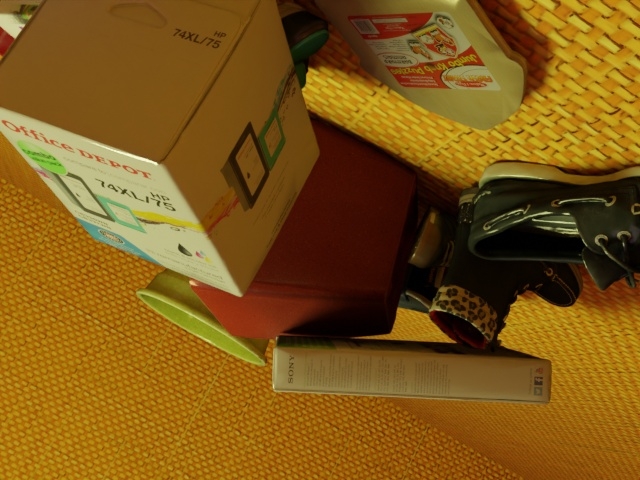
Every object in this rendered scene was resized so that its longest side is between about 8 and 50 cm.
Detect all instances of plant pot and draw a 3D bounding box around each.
[{"bbox_3d":[0.000,0.000,1.170,0.236,0.267,0.267,12,162,12],"label":"plant pot"},{"bbox_3d":[-0.164,0.061,1.635,0.276,0.253,0.276,27,164,8],"label":"plant pot"}]

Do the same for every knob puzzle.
[{"bbox_3d":[0.113,-0.171,0.802,0.213,0.030,0.213,26,164,8],"label":"knob puzzle"}]

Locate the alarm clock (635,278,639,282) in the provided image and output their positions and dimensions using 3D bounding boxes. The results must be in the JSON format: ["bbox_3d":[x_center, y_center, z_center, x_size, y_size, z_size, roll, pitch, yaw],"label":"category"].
[{"bbox_3d":[0.430,0.071,0.971,0.192,0.064,0.129,26,165,21],"label":"alarm clock"}]

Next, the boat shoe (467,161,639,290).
[{"bbox_3d":[0.285,-0.005,0.872,0.340,0.113,0.127,14,158,45],"label":"boat shoe"}]

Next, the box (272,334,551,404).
[{"bbox_3d":[0.100,0.159,1.091,0.322,0.058,0.232,4,177,-1],"label":"box"}]

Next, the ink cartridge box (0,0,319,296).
[{"bbox_3d":[-0.146,-0.110,0.836,0.198,0.197,0.270,20,158,19],"label":"ink cartridge box"}]

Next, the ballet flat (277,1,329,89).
[{"bbox_3d":[-0.040,-0.205,0.900,0.074,0.074,0.203,30,170,-4],"label":"ballet flat"}]

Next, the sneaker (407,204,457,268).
[{"bbox_3d":[0.167,0.003,1.113,0.086,0.064,0.192,26,-164,3],"label":"sneaker"}]

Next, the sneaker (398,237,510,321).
[{"bbox_3d":[0.132,0.046,1.305,0.321,0.126,0.127,14,166,13],"label":"sneaker"}]

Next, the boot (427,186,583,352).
[{"bbox_3d":[0.229,0.066,1.068,0.085,0.178,0.236,-8,140,48],"label":"boot"}]

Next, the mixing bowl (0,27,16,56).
[{"bbox_3d":[-0.406,-0.308,1.139,0.181,0.098,0.181,34,169,8],"label":"mixing bowl"}]

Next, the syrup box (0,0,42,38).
[{"bbox_3d":[-0.268,-0.269,1.001,0.237,0.096,0.093,11,160,34],"label":"syrup box"}]
